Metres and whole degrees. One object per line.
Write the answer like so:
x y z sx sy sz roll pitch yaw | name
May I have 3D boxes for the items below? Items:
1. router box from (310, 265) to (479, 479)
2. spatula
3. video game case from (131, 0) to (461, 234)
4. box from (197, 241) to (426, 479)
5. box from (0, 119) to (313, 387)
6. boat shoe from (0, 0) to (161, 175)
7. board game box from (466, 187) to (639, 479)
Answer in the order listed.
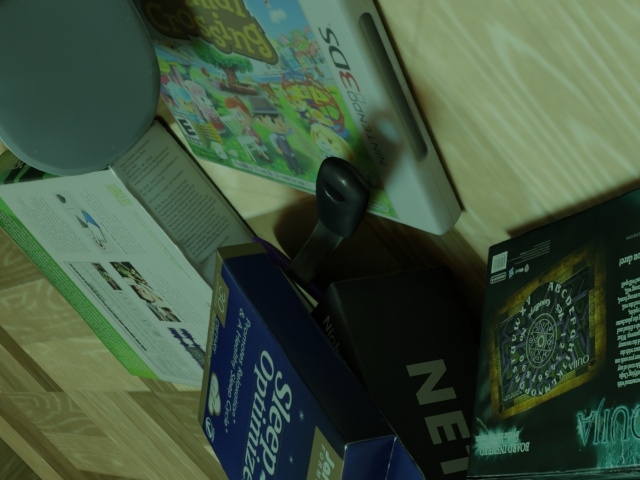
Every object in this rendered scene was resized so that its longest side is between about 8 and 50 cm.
0.047 0.207 0.816 0.243 0.081 0.309 123 134 -55 | router box
0.000 0.000 0.795 0.084 0.030 0.296 42 165 6 | spatula
-0.036 -0.099 0.741 0.212 0.023 0.193 20 148 43 | video game case
-0.013 0.118 0.781 0.225 0.036 0.136 51 140 47 | box
-0.140 0.020 1.076 0.232 0.058 0.322 52 154 -21 | box
-0.200 -0.212 0.689 0.156 0.135 0.367 36 157 54 | boat shoe
0.124 0.047 0.620 0.026 0.126 0.186 12 165 -18 | board game box
